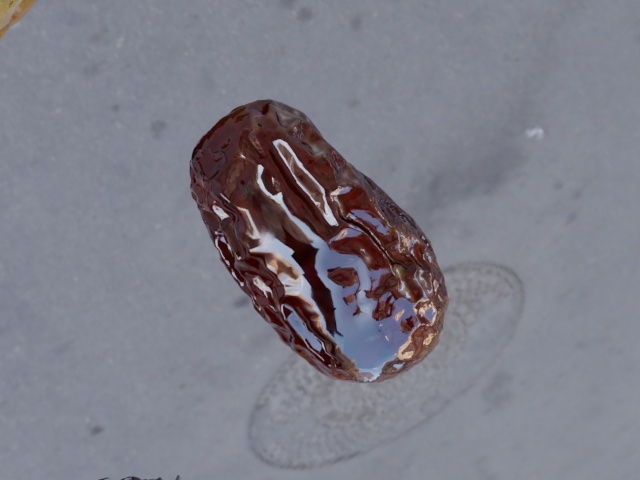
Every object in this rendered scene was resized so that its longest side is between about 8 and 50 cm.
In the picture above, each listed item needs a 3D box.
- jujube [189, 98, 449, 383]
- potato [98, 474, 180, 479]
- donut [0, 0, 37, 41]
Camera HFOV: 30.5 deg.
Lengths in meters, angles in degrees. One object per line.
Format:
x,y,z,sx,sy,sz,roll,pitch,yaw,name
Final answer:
0.000,0.000,0.471,0.077,0.077,0.129,-34,112,3,jujube
-0.095,0.186,0.505,0.172,0.089,0.100,-50,153,18,potato
-0.180,-0.241,0.688,0.150,0.299,0.317,40,101,-14,donut
